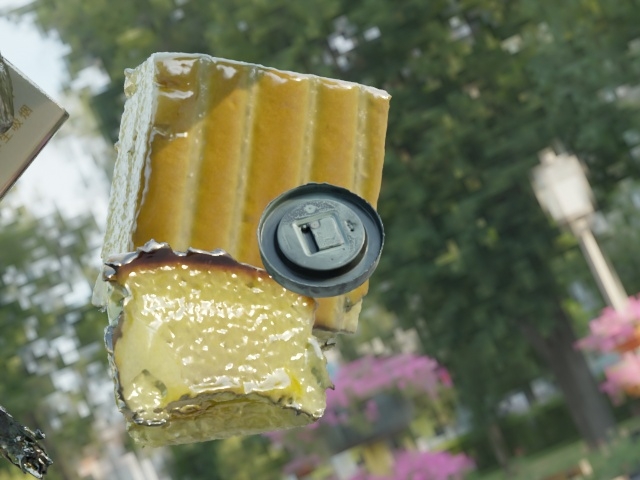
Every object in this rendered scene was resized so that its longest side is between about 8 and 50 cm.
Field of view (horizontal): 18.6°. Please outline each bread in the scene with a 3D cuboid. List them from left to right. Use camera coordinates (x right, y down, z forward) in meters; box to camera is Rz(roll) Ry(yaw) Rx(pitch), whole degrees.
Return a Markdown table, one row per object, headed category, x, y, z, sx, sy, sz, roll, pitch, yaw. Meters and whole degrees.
| category | x | y | z | sx | sy | sz | roll | pitch | yaw |
| --- | --- | --- | --- | --- | --- | --- | --- | --- | --- |
| bread | -0.090 | 0.076 | 1.431 | 0.169 | 0.140 | 0.160 | -9 | -19 | 12 |
| bread | -0.074 | -0.032 | 1.781 | 0.239 | 0.246 | 0.111 | 9 | -8 | -21 |

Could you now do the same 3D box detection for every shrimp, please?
| category | x | y | z | sx | sy | sz | roll | pitch | yaw |
| --- | --- | --- | --- | --- | --- | --- | --- | --- | --- |
| shrimp | -0.285 | 0.142 | 1.566 | 0.034 | 0.161 | 0.091 | -55 | 2 | -42 |

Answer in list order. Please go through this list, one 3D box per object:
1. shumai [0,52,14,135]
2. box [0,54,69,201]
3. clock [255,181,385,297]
| category | x | y | z | sx | sy | sz | roll | pitch | yaw |
| --- | --- | --- | --- | --- | --- | --- | --- | --- | --- |
| shumai | -0.255 | -0.119 | 0.981 | 0.153 | 0.209 | 0.161 | -30 | 20 | 7 |
| box | -0.332 | -0.119 | 1.663 | 0.141 | 0.201 | 0.058 | -53 | 2 | -3 |
| clock | 0.000 | 0.000 | 1.288 | 0.085 | 0.085 | 0.017 | -22 | -32 | -16 |
